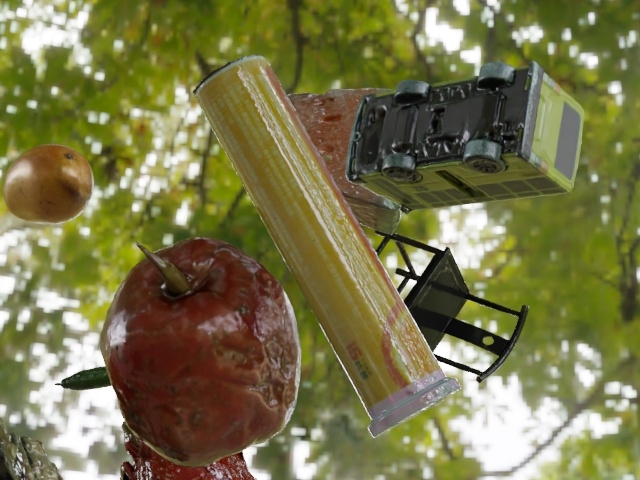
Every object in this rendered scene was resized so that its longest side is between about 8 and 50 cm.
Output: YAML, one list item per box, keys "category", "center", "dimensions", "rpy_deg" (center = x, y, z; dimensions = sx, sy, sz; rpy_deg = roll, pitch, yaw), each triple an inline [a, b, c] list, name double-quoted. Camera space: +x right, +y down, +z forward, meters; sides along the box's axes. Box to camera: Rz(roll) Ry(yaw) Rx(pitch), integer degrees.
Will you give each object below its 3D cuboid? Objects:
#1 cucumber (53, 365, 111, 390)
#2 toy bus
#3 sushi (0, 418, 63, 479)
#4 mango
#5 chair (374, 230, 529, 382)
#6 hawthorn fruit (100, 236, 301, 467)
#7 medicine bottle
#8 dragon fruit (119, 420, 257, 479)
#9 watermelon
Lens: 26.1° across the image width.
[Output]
- category: "cucumber"
  center: [-0.354, 0.220, 2.218]
  dimensions: [0.155, 0.037, 0.037]
  rpy_deg: [-8, -31, 17]
- category: "toy bus"
  center: [0.171, -0.115, 1.656]
  dimensions: [0.262, 0.128, 0.150]
  rpy_deg: [-6, -25, 42]
- category: "sushi"
  center: [-0.370, 0.314, 1.772]
  dimensions: [0.100, 0.296, 0.373]
  rpy_deg: [-22, -35, -5]
- category: "mango"
  center: [-0.495, -0.096, 2.477]
  dimensions: [0.219, 0.144, 0.112]
  rpy_deg: [-16, 6, 40]
- category: "chair"
  center: [0.177, 0.102, 2.201]
  dimensions: [0.260, 0.154, 0.141]
  rpy_deg: [19, -27, 35]
- category: "hawthorn fruit"
  center: [-0.138, 0.131, 1.639]
  dimensions: [0.258, 0.258, 0.261]
  rpy_deg: [13, -48, -18]
- category: "medicine bottle"
  center: [0.000, 0.000, 1.490]
  dimensions: [0.108, 0.426, 0.108]
  rpy_deg: [-29, -9, -5]
- category: "dragon fruit"
  center: [-0.213, 0.371, 2.075]
  dimensions: [0.234, 0.234, 0.293]
  rpy_deg: [-21, -72, 36]
- category: "watermelon"
  center: [0.013, -0.135, 2.104]
  dimensions: [0.257, 0.192, 0.140]
  rpy_deg: [10, -20, 1]
